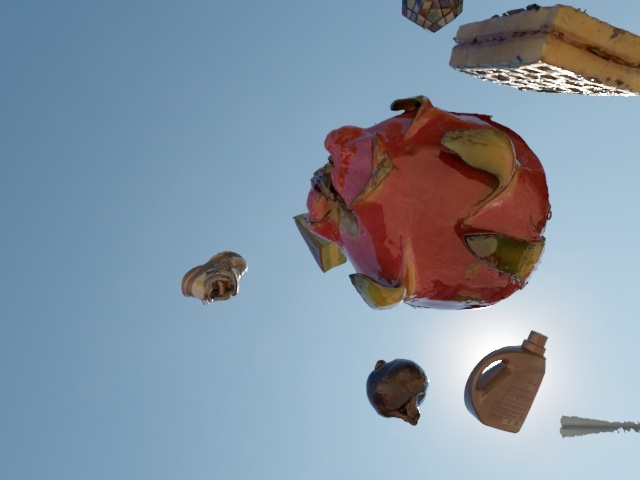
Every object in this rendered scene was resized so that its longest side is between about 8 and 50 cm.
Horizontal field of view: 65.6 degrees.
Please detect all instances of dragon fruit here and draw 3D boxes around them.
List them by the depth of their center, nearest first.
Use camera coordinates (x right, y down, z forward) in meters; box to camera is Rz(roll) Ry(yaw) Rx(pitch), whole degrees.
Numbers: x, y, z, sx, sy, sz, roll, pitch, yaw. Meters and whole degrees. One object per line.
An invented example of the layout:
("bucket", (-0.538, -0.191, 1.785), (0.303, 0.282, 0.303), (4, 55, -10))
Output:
("dragon fruit", (0.117, -0.042, 0.663), (0.226, 0.305, 0.305), (5, -80, -34))

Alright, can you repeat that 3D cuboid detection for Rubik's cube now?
("Rubik's cube", (0.195, -0.416, 0.860), (0.111, 0.111, 0.093), (-37, -74, -8))

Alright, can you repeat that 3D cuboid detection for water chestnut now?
("water chestnut", (0.281, 0.525, 1.729), (0.224, 0.238, 0.223), (-20, -41, -19))

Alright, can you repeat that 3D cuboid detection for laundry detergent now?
("laundry detergent", (0.423, 0.309, 1.132), (0.171, 0.076, 0.236), (20, -85, -18))

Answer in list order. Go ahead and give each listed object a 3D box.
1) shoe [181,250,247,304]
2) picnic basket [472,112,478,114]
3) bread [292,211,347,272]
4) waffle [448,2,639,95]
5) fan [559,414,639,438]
("shoe", (-0.239, 0.093, 1.196), (0.180, 0.092, 0.088), (-26, -50, -38))
("picnic basket", (0.378, -0.171, 1.212), (0.129, 0.297, 0.222), (20, -52, 18))
("bread", (-0.003, -0.003, 1.189), (0.074, 0.139, 0.084), (-25, -45, -22))
("waffle", (0.465, -0.385, 1.036), (0.261, 0.376, 0.113), (9, -75, -15))
("fan", (0.497, 0.244, 0.631), (0.012, 0.415, 0.232), (26, -114, -25))
